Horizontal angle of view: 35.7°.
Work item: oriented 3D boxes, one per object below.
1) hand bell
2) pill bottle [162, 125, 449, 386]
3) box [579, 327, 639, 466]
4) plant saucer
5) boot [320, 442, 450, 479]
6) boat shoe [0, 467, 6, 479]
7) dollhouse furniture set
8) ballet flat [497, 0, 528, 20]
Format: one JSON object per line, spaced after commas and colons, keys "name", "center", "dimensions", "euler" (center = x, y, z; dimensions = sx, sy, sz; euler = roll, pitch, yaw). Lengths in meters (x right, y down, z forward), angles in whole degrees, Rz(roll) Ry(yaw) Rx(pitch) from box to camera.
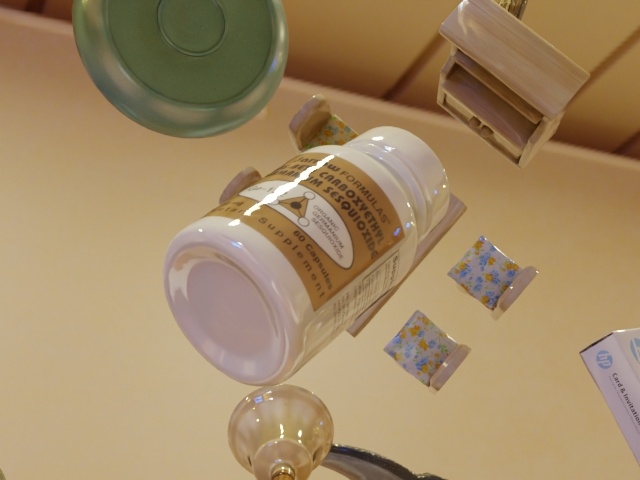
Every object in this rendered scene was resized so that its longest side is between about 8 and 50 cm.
{"name": "hand bell", "center": [-0.038, 0.260, 1.053], "dimensions": [0.126, 0.242, 0.126], "euler": [-1, -73, -4]}
{"name": "pill bottle", "center": [0.000, 0.000, 0.771], "dimensions": [0.229, 0.131, 0.131], "euler": [-37, -4, -42]}
{"name": "box", "center": [0.281, 0.150, 0.720], "dimensions": [0.145, 0.186, 0.038], "euler": [0, -32, -44]}
{"name": "plant saucer", "center": [-0.184, -0.303, 1.390], "dimensions": [0.317, 0.318, 0.043], "euler": [9, -11, -24]}
{"name": "boot", "center": [0.086, 0.386, 1.384], "dimensions": [0.246, 0.161, 0.083], "euler": [19, -10, 9]}
{"name": "boat shoe", "center": [-0.584, 0.301, 1.368], "dimensions": [0.113, 0.127, 0.340], "euler": [-7, -31, 26]}
{"name": "dollhouse furniture set", "center": [0.125, -0.070, 1.236], "dimensions": [0.394, 0.362, 0.256], "euler": [-48, -11, -5]}
{"name": "ballet flat", "center": [0.299, -0.371, 1.650], "dimensions": [0.058, 0.084, 0.250], "euler": [23, 7, 1]}
